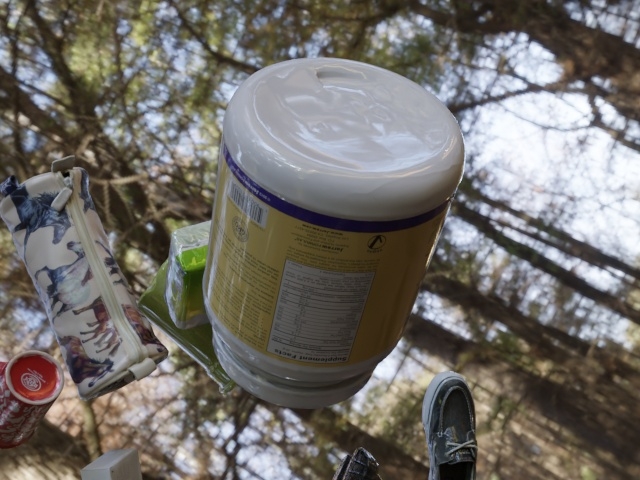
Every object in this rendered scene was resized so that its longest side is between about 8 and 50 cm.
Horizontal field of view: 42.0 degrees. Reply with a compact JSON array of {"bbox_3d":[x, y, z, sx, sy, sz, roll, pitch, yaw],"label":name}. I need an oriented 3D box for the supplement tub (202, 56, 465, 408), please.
[{"bbox_3d":[0.000,0.000,0.900,0.241,0.241,0.331,-37,-29,-42],"label":"supplement tub"}]

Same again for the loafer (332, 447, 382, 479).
[{"bbox_3d":[0.064,0.334,1.183,0.062,0.061,0.170,-63,0,-17],"label":"loafer"}]

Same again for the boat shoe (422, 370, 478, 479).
[{"bbox_3d":[0.293,0.452,1.786,0.119,0.121,0.335,-169,76,-76],"label":"boat shoe"}]

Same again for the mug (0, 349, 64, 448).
[{"bbox_3d":[-0.494,0.247,1.318,0.150,0.113,0.169,14,-38,-31],"label":"mug"}]

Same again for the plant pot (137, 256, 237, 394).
[{"bbox_3d":[-0.227,0.132,1.713,0.276,0.254,0.276,-54,7,10],"label":"plant pot"}]

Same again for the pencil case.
[{"bbox_3d":[-0.401,0.070,1.417,0.160,0.410,0.183,-20,-14,-32],"label":"pencil case"}]

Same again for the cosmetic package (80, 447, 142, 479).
[{"bbox_3d":[-0.334,0.478,1.388,0.099,0.061,0.238,-22,-76,-76],"label":"cosmetic package"}]

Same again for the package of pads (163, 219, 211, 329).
[{"bbox_3d":[-0.135,0.042,1.527,0.297,0.101,0.229,-15,-29,-23],"label":"package of pads"}]
